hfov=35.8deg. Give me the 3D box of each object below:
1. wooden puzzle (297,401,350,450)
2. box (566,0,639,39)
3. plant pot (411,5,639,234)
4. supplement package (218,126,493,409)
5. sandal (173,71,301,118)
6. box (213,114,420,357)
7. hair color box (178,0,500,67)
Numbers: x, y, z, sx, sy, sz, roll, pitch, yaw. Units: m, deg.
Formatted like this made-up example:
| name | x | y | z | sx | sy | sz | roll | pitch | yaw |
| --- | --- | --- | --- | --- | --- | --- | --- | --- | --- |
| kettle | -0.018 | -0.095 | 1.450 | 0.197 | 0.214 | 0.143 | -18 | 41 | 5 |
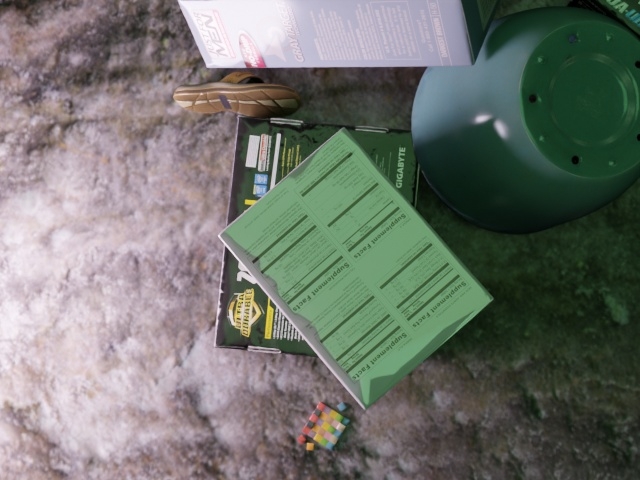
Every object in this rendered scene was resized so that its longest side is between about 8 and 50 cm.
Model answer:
| name | x | y | z | sx | sy | sz | roll | pitch | yaw |
| --- | --- | --- | --- | --- | --- | --- | --- | --- | --- |
| wooden puzzle | 0.007 | 0.259 | 1.379 | 0.049 | 0.006 | 0.083 | 32 | 90 | 5 |
| box | 0.419 | -0.256 | 1.290 | 0.220 | 0.175 | 0.051 | 41 | 92 | 5 |
| plant pot | 0.287 | -0.157 | 1.231 | 0.292 | 0.235 | 0.293 | 0 | 88 | -12 |
| supplement package | 0.044 | 0.035 | 1.215 | 0.198 | 0.199 | 0.263 | -41 | 86 | 0 |
| sandal | -0.116 | -0.210 | 1.388 | 0.180 | 0.072 | 0.049 | 3 | 66 | 9 |
| box | 0.000 | 0.000 | 1.358 | 0.257 | 0.079 | 0.322 | 5 | 87 | 6 |
| hair color box | 0.031 | -0.318 | 1.251 | 0.374 | 0.114 | 0.185 | 4 | 48 | 27 |
